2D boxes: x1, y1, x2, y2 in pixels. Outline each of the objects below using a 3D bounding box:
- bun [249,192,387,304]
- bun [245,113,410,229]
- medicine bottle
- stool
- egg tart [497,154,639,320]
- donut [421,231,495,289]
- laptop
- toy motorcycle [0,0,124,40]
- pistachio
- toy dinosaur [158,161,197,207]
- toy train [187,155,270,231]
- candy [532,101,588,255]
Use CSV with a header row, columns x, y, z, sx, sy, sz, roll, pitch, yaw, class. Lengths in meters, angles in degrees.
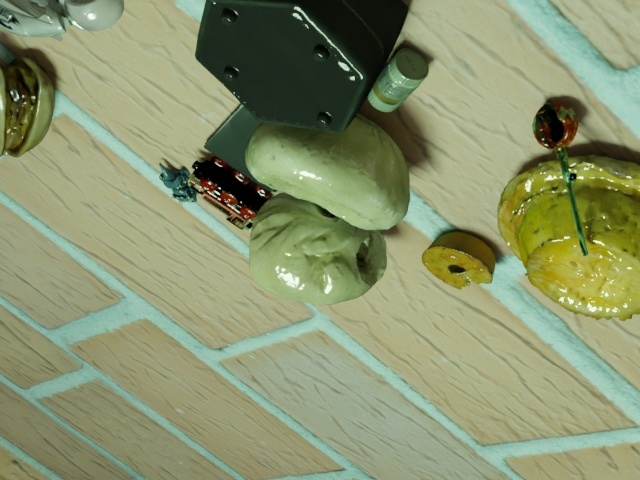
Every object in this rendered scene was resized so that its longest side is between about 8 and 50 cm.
x,y,z,sx,sy,sz,roll,pitch,yaw,class
0.000,0.000,1.779,0.193,0.178,0.127,15,127,8,bun
0.014,-0.107,1.644,0.231,0.133,0.231,22,174,2,bun
0.093,-0.193,1.539,0.047,0.047,0.083,32,149,-8,medicine bottle
-0.025,-0.238,1.467,0.232,0.141,0.232,20,149,12,stool
0.352,0.008,1.582,0.288,0.118,0.288,17,145,12,egg tart
0.195,0.025,1.791,0.108,0.043,0.097,-9,134,47,donut
-0.080,-0.133,1.793,0.129,0.016,0.180,34,148,-12,laptop
-0.371,-0.307,1.666,0.254,0.112,0.112,10,145,29,toy motorcycle
-0.464,-0.202,1.900,0.130,0.131,0.206,-10,157,-28,pistachio
-0.219,-0.086,1.956,0.047,0.030,0.083,1,141,33,toy dinosaur
-0.138,-0.070,1.900,0.138,0.050,0.087,34,152,-11,toy train
0.289,-0.072,1.488,0.056,0.049,0.184,-12,94,44,candy
